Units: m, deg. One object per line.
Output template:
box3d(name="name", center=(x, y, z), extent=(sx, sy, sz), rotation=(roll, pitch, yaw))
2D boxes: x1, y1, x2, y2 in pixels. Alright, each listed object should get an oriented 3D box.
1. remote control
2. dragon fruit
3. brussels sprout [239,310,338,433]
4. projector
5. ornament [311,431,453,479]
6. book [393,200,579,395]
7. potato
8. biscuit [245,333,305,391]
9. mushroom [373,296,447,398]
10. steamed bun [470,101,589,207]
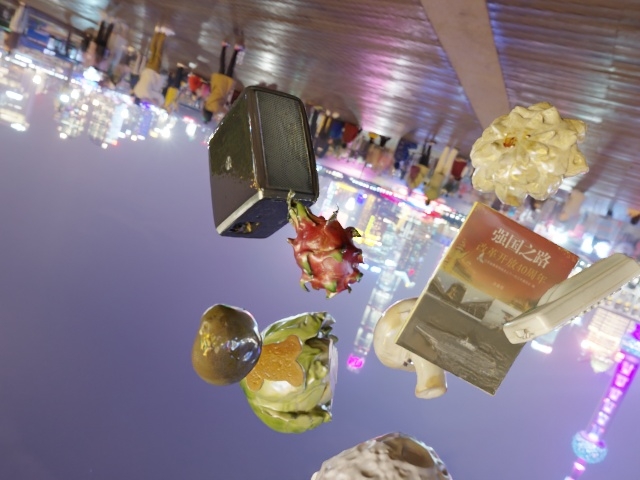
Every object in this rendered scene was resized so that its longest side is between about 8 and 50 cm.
box3d(name="remote control", center=(0.373, 0.081, 0.678), extent=(0.230, 0.049, 0.090), rotation=(-23, 167, -23))
box3d(name="dragon fruit", center=(0.002, -0.001, 0.909), extent=(0.137, 0.235, 0.135), rotation=(-21, 173, 19))
box3d(name="brussels sprout", center=(-0.121, 0.473, 1.695), extent=(0.362, 0.424, 0.342), rotation=(-2, 146, 10))
box3d(name="projector", center=(-0.208, -0.254, 1.588), extent=(0.242, 0.404, 0.395), rotation=(2, 160, -33))
box3d(name="ornament", center=(0.144, 0.600, 0.991), extent=(0.338, 0.336, 0.337), rotation=(20, -172, -3))
box3d(name="book", center=(0.369, 0.135, 1.035), extent=(0.263, 0.373, 0.028), rotation=(28, -172, -1))
box3d(name="potato", center=(-0.219, 0.241, 1.070), extent=(0.160, 0.235, 0.177), rotation=(-9, -127, -6))
box3d(name="biscuit", center=(-0.162, 0.330, 1.254), extent=(0.241, 0.158, 0.035), rotation=(0, 165, 1))
box3d(name="mushroom", center=(0.352, 0.389, 1.719), extent=(0.316, 0.355, 0.315), rotation=(-1, 174, 0))
box3d(name="steamed bun", center=(0.530, -0.240, 1.179), extent=(0.296, 0.292, 0.137), rotation=(31, 177, 40))
